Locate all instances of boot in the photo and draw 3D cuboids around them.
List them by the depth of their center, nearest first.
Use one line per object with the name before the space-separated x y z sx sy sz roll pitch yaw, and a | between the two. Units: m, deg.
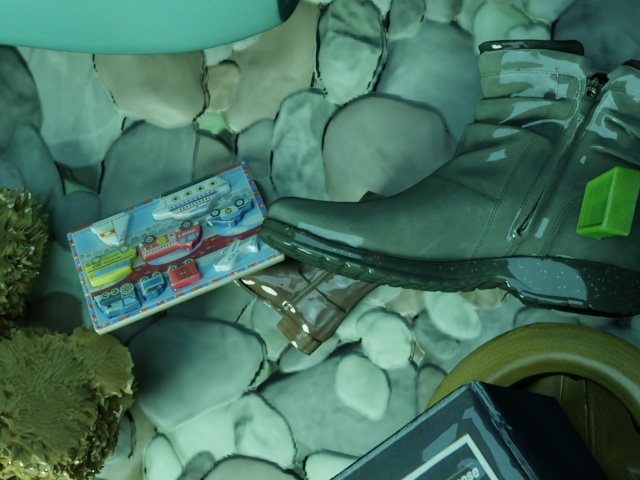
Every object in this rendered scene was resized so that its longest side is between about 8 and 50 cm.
boot | 0.093 -0.047 1.074 0.247 0.083 0.161 8 85 0
boot | 0.000 0.000 1.132 0.114 0.037 0.106 -45 83 11

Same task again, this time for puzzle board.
puzzle board | -0.095 0.001 1.131 0.128 0.011 0.096 -22 46 -3

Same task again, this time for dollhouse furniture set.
dollhouse furniture set | 0.229 -0.007 1.013 0.152 0.058 0.076 16 84 -7

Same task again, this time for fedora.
fedora | 0.146 0.145 1.050 0.194 0.079 0.194 -1 88 18

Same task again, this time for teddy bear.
teddy bear | -0.280 0.068 1.164 0.338 0.113 0.245 13 64 4

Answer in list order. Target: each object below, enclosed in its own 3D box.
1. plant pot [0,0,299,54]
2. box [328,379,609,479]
plant pot | -0.114 -0.245 1.067 0.235 0.293 0.293 13 90 6
box | 0.068 0.275 0.925 0.296 0.183 0.294 -37 73 13
